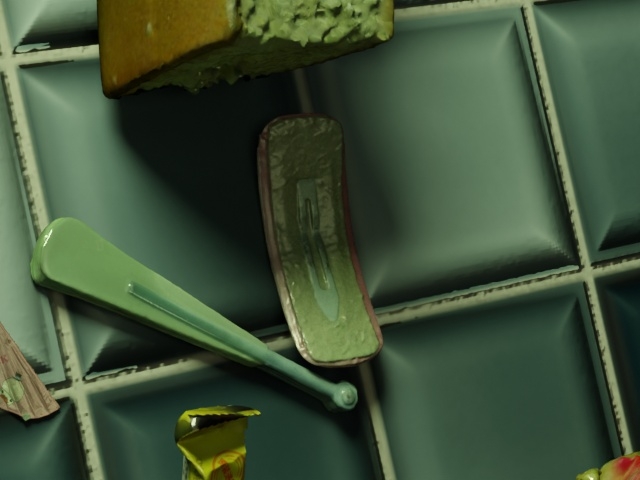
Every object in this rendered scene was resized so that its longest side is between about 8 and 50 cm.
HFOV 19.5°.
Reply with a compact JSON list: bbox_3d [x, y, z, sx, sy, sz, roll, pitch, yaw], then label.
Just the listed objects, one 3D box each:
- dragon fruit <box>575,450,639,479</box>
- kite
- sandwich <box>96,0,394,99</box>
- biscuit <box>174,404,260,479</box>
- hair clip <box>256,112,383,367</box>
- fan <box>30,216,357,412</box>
[{"bbox_3d":[0.209,0.173,1.016,0.172,0.160,0.167,-33,122,-32],"label":"dragon fruit"},{"bbox_3d":[-0.185,0.074,0.877,0.137,0.005,0.153,10,77,-29],"label":"kite"},{"bbox_3d":[-0.049,-0.195,0.939,0.122,0.128,0.236,-2,83,-40],"label":"sandwich"},{"bbox_3d":[-0.059,0.214,0.860,0.048,0.026,0.292,-10,110,-44],"label":"biscuit"},{"bbox_3d":[-0.001,0.001,0.991,0.054,0.022,0.137,-8,83,-32],"label":"hair clip"},{"bbox_3d":[-0.060,0.042,0.952,0.193,0.016,0.038,29,66,-24],"label":"fan"}]
